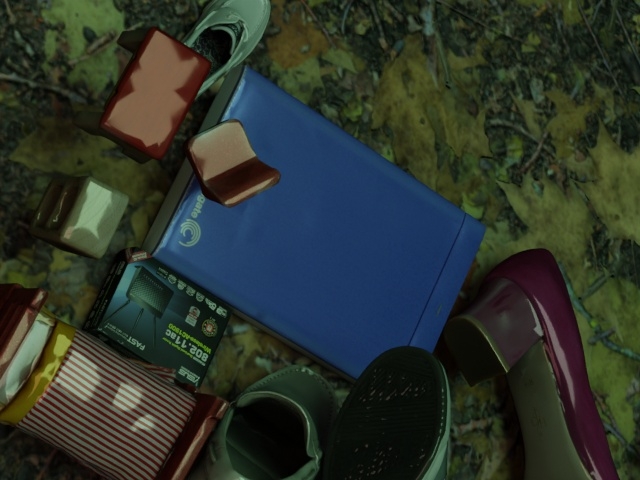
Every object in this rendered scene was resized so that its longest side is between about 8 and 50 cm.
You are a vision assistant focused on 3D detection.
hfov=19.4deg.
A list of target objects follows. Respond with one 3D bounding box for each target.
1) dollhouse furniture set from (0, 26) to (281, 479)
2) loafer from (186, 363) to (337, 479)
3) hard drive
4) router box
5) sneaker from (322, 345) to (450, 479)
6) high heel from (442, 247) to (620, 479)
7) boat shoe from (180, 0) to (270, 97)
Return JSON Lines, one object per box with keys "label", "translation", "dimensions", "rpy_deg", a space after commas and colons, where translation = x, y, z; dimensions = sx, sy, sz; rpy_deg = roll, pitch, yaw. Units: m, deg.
{"label": "dollhouse furniture set", "translation": [-0.151, 0.022, 1.620], "dimensions": [0.201, 0.152, 0.374], "rpy_deg": [31, 80, -21]}
{"label": "loafer", "translation": [-0.042, 0.183, 1.680], "dimensions": [0.112, 0.111, 0.319], "rpy_deg": [30, 25, 1]}
{"label": "hard drive", "translation": [0.000, 0.000, 1.846], "dimensions": [0.318, 0.040, 0.210], "rpy_deg": [32, 74, -26]}
{"label": "router box", "translation": [-0.151, 0.076, 1.744], "dimensions": [0.122, 0.038, 0.092], "rpy_deg": [34, 63, -24]}
{"label": "sneaker", "translation": [0.082, 0.256, 1.728], "dimensions": [0.178, 0.123, 0.296], "rpy_deg": [36, 64, -64]}
{"label": "high heel", "translation": [0.275, 0.193, 1.975], "dimensions": [0.181, 0.127, 0.377], "rpy_deg": [-37, 106, -43]}
{"label": "boat shoe", "translation": [-0.101, -0.193, 1.827], "dimensions": [0.184, 0.063, 0.066], "rpy_deg": [-42, 104, -34]}
